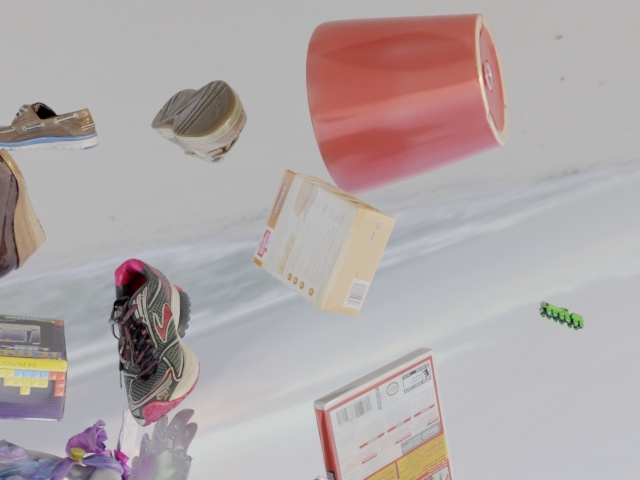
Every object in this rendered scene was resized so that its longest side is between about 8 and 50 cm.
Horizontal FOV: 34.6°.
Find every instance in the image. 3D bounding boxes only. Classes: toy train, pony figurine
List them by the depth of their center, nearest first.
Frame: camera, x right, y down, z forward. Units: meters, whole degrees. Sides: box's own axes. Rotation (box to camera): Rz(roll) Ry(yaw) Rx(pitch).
[{"bbox_3d":[0.335,0.104,1.430,0.083,0.023,0.017,22,140,-30],"label":"toy train"},{"bbox_3d":[-0.346,0.398,1.622,0.364,0.351,0.303,3,-167,-23],"label":"pony figurine"}]

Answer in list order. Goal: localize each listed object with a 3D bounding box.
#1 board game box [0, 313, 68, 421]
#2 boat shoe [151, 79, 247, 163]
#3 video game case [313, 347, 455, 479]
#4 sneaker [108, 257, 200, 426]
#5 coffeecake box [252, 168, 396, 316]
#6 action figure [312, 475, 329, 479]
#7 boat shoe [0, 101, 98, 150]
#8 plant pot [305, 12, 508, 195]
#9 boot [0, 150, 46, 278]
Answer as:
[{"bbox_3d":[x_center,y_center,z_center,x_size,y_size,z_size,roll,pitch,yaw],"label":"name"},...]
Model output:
[{"bbox_3d":[-0.272,0.087,0.747,0.170,0.048,0.141,6,-173,-15],"label":"board game box"},{"bbox_3d":[-0.187,-0.195,1.758,0.121,0.110,0.341,-50,-157,-7],"label":"boat shoe"},{"bbox_3d":[0.093,0.302,1.308,0.204,0.285,0.025,-20,-165,-41],"label":"video game case"},{"bbox_3d":[-0.259,0.148,1.500,0.121,0.112,0.299,-34,-144,10],"label":"sneaker"},{"bbox_3d":[0.000,0.000,1.389,0.068,0.142,0.185,14,-169,-37],"label":"coffeecake box"},{"bbox_3d":[-0.081,0.410,1.133,0.370,0.275,0.248,13,-168,39],"label":"action figure"},{"bbox_3d":[-0.417,-0.170,1.519,0.183,0.066,0.066,0,-164,8],"label":"boat shoe"},{"bbox_3d":[0.139,-0.216,1.521,0.243,0.274,0.275,-9,-179,21],"label":"plant pot"},{"bbox_3d":[-0.572,-0.039,1.658,0.090,0.248,0.207,7,-144,47],"label":"boot"}]
